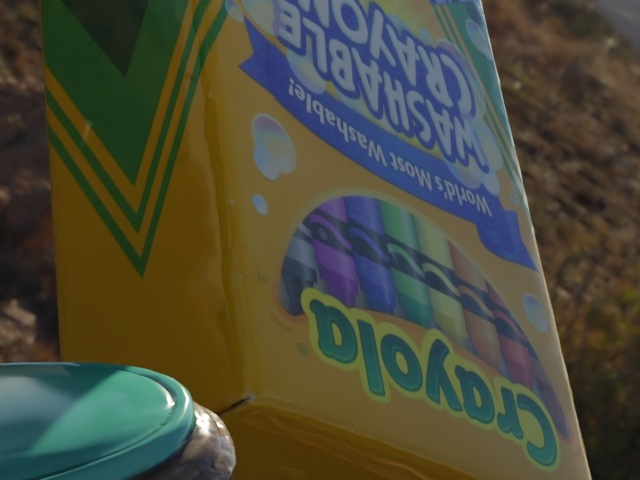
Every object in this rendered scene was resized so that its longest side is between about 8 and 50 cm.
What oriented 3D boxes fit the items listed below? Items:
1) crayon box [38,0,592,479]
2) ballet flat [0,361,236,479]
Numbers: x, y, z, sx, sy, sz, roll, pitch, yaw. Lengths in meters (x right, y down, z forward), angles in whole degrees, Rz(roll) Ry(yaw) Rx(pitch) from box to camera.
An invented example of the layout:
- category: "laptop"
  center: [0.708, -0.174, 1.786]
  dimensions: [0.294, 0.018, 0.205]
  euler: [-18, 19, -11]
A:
- category: "crayon box"
  center: [0.000, 0.000, 0.595]
  dimensions: [0.203, 0.083, 0.323]
  euler: [27, 45, -45]
- category: "ballet flat"
  center: [-0.171, 0.100, 0.412]
  dimensions: [0.316, 0.106, 0.107]
  euler: [-6, 20, 7]
